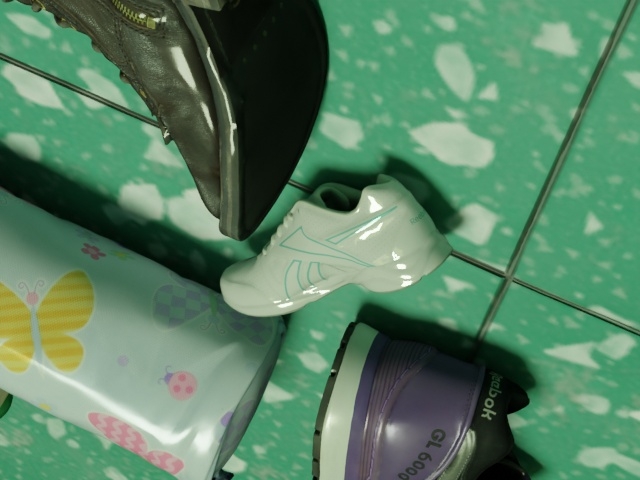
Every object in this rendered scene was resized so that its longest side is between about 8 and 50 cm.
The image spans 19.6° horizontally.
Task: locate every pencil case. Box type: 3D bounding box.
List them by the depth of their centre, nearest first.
[{"bbox_3d":[-0.155,0.040,1.087,0.273,0.113,0.124,26,-174,0],"label":"pencil case"}]

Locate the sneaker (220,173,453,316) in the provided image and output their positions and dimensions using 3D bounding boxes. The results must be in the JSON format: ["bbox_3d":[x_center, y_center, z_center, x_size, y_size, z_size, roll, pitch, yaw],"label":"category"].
[{"bbox_3d":[0.000,0.000,0.998,0.152,0.053,0.061,-16,111,40],"label":"sneaker"}]

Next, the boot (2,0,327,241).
[{"bbox_3d":[-0.122,-0.128,0.897,0.229,0.091,0.263,16,139,24],"label":"boot"}]

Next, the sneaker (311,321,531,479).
[{"bbox_3d":[0.061,0.171,1.122,0.124,0.107,0.283,13,142,9],"label":"sneaker"}]

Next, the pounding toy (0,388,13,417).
[{"bbox_3d":[-0.300,0.147,1.248,0.094,0.181,0.206,38,143,-15],"label":"pounding toy"}]
